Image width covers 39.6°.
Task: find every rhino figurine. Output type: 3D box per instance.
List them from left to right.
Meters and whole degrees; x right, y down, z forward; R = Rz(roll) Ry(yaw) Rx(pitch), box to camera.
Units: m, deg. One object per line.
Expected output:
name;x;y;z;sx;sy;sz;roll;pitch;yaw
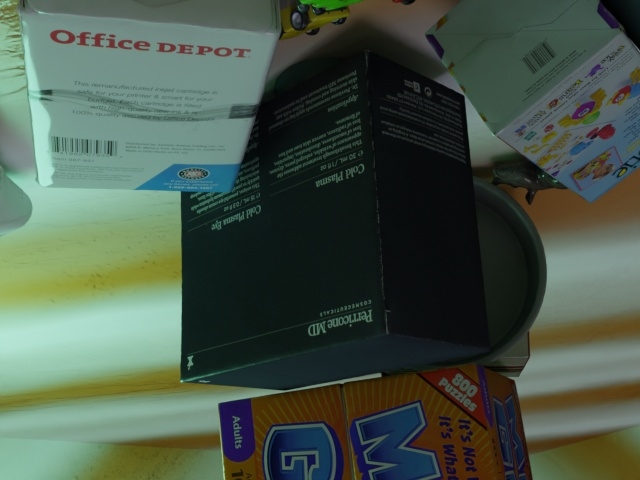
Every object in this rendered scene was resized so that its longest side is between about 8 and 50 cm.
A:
rhino figurine;0.336;-0.109;1.222;0.106;0.073;0.243;22;148;-38

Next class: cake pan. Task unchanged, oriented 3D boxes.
cake pan;0.175;0.047;1.282;0.293;0.293;0.054;-7;167;5

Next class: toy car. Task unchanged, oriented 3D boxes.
toy car;0.029;-0.237;0.809;0.239;0.053;0.225;-13;-173;17

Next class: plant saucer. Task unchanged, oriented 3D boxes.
plant saucer;0.004;-0.177;1.070;0.119;0.021;0.119;-5;156;-2

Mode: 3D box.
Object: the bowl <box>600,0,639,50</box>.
bowl;0.429;-0.240;0.845;0.312;0.163;0.311;-5;156;-2

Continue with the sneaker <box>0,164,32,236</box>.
sneaker;-0.450;-0.086;1.087;0.129;0.111;0.297;-19;154;16

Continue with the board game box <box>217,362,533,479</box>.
board game box;0.105;0.385;1.244;0.356;0.356;0.356;-12;164;17

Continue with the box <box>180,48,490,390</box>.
box;0.000;0.000;1.057;0.179;0.312;0.343;15;156;-42

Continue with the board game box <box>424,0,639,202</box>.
board game box;0.254;-0.163;0.917;0.144;0.142;0.275;-40;149;20

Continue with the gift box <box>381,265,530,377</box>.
gift box;0.194;0.114;1.433;0.258;0.255;0.276;0;159;7

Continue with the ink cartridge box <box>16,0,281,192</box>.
ink cartridge box;-0.179;-0.176;0.905;0.223;0.129;0.307;2;155;-14
